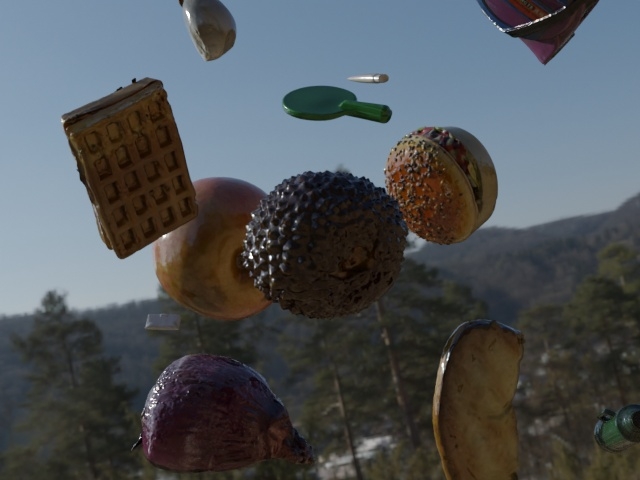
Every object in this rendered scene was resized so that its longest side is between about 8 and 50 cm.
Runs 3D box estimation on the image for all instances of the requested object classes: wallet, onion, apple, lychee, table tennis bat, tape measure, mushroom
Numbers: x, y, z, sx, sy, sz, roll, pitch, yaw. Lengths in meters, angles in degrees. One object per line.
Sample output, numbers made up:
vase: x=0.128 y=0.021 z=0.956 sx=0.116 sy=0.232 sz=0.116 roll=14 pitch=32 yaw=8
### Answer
wallet: x=-0.375 y=0.194 z=2.122 sx=0.083 sy=0.044 sz=0.011 roll=1 pitch=-40 yaw=9
onion: x=-0.171 y=0.316 z=1.686 sx=0.348 sy=0.159 sz=0.267 roll=6 pitch=28 yaw=10
apple: x=-0.242 y=0.024 z=2.220 sx=0.364 sy=0.364 sz=0.364 roll=-11 pitch=-7 yaw=-1
lychee: x=0.000 y=0.000 z=1.470 sx=0.267 sy=0.267 sz=0.267 roll=-11 pitch=-7 yaw=-1
table tennis bat: x=0.036 y=-0.290 z=1.916 sx=0.257 sy=0.039 sz=0.160 roll=15 pitch=37 yaw=28
tape measure: x=0.376 y=-0.455 z=1.556 sx=0.149 sy=0.231 sz=0.245 roll=-45 pitch=-4 yaw=-23
mushroom: x=-0.216 y=-0.423 z=1.695 sx=0.088 sy=0.212 sz=0.097 roll=-21 pitch=-37 yaw=-11

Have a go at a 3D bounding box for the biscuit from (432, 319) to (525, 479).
biscuit: x=0.233 y=0.264 z=1.309 sx=0.154 sy=0.299 sz=0.045 roll=0 pitch=3 yaw=-25

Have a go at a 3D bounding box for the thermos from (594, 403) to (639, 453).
thermos: x=0.561 y=0.339 z=1.637 sx=0.073 sy=0.083 sz=0.188 roll=-27 pitch=-19 yaw=-8

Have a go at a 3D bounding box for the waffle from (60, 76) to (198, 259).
waffle: x=-0.375 y=-0.143 z=1.783 sx=0.224 sy=0.328 sz=0.098 roll=-32 pitch=47 yaw=-25

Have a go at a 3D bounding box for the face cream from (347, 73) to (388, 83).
face cream: x=0.096 y=-0.331 z=1.815 sx=0.038 sy=0.020 sz=0.115 roll=-9 pitch=14 yaw=-30

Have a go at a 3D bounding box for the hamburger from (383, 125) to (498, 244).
hamburger: x=0.274 y=-0.132 z=2.103 sx=0.176 sy=0.300 sz=0.300 roll=-25 pitch=1 yaw=-30
